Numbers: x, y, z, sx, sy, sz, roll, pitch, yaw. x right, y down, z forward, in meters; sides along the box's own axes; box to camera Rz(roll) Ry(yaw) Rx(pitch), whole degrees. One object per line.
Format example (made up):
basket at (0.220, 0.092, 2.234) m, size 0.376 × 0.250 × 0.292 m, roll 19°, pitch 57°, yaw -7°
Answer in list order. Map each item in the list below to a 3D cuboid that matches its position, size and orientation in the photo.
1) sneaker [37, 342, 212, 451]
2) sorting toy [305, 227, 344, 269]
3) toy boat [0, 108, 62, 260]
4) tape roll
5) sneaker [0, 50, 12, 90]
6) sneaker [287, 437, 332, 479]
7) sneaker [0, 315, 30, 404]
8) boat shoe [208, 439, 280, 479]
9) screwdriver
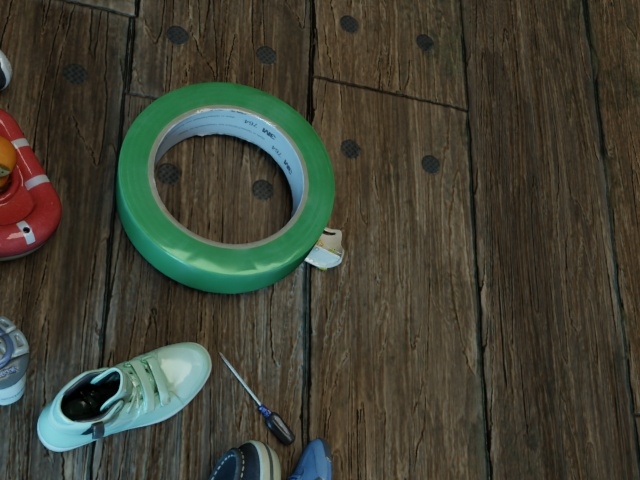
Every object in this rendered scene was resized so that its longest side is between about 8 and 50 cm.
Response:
sneaker at (-0.237, 0.195, 1.232) m, size 0.256 × 0.151 × 0.094 m, roll -24°, pitch 80°, yaw -31°
sorting toy at (0.000, 0.000, 1.481) m, size 0.083 × 0.045 × 0.075 m, roll 27°, pitch 50°, yaw -3°
toy boat at (-0.440, -0.090, 1.253) m, size 0.151 × 0.151 × 0.231 m, roll -28°, pitch 83°, yaw -30°
tape roll at (-0.141, -0.082, 1.403) m, size 0.321 × 0.077 × 0.321 m, roll 6°, pitch 64°, yaw -13°
sneaker at (-0.552, -0.234, 1.254) m, size 0.269 × 0.101 × 0.153 m, roll 25°, pitch 48°, yaw -34°
sneaker at (-0.039, 0.370, 1.301) m, size 0.082 × 0.069 × 0.209 m, roll 20°, pitch 64°, yaw -12°
sneaker at (-0.481, 0.103, 1.188) m, size 0.111 × 0.129 × 0.297 m, roll -36°, pitch 69°, yaw -29°
boat shoe at (-0.205, 0.450, 1.132) m, size 0.156 × 0.187 × 0.500 m, roll 38°, pitch 65°, yaw -13°
screwdriver at (-0.098, 0.230, 1.360) m, size 0.025 × 0.024 × 0.170 m, roll -44°, pitch 84°, yaw -2°
